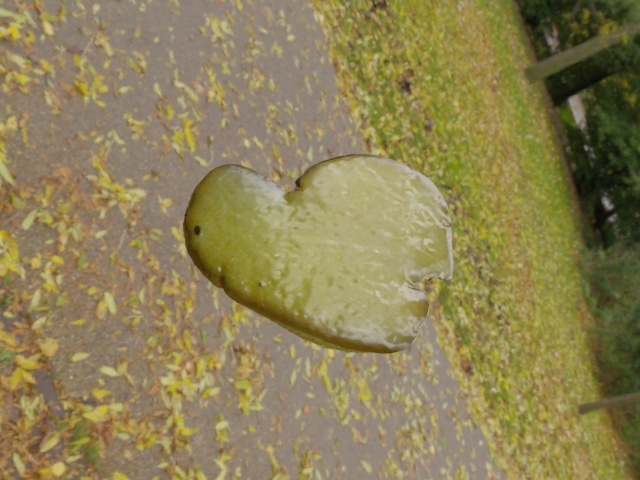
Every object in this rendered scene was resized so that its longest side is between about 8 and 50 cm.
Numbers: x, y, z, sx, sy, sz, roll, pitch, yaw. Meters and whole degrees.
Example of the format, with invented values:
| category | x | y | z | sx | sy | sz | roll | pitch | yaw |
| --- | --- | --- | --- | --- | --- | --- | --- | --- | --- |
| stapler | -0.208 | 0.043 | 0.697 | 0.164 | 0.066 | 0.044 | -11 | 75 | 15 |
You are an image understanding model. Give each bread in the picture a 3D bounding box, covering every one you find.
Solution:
| category | x | y | z | sx | sy | sz | roll | pitch | yaw |
| --- | --- | --- | --- | --- | --- | --- | --- | --- | --- |
| bread | 0.000 | 0.000 | 0.444 | 0.149 | 0.188 | 0.065 | -60 | 164 | -25 |
